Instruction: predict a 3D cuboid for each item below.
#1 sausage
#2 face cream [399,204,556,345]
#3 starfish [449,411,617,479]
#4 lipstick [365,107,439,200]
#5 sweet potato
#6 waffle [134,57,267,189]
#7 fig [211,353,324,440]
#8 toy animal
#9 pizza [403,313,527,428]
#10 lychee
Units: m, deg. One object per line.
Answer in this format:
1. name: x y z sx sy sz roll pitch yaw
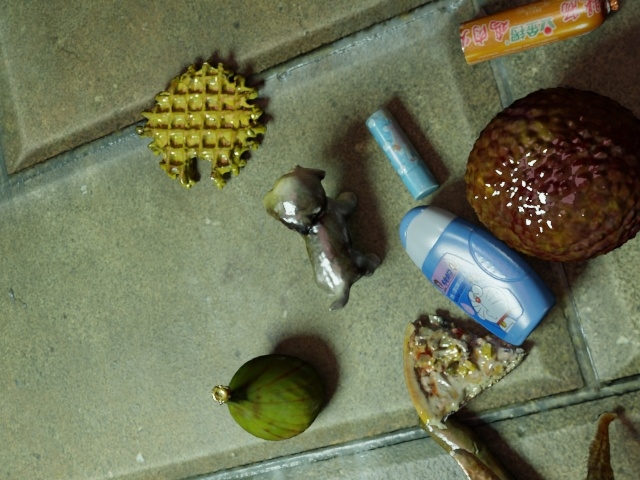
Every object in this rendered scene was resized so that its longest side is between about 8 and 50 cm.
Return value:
1. sausage: 0.335 -0.333 1.241 0.234 0.071 0.071 -12 84 21
2. face cream: 0.231 0.042 1.245 0.264 0.083 0.149 40 140 18
3. starfish: 0.354 0.454 1.125 0.398 0.132 0.383 -10 75 -8
4. lipstick: 0.133 -0.142 1.324 0.048 0.048 0.158 -36 76 16
5. sweet potato: 0.256 0.364 1.249 0.075 0.075 0.273 -43 72 15
6. waffle: -0.213 -0.211 1.461 0.231 0.051 0.228 -48 70 12
7. fig: -0.103 0.264 1.291 0.151 0.259 0.151 2 93 28
8. toy animal: 0.000 -0.011 1.315 0.121 0.168 0.233 -23 94 19
9. pizza: 0.226 0.192 1.262 0.195 0.052 0.185 -13 65 8
10. lychee: 0.341 -0.094 1.145 0.261 0.260 0.260 -1 88 21
